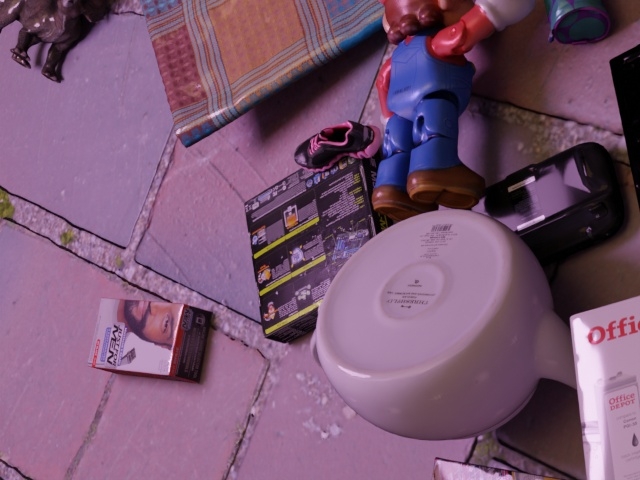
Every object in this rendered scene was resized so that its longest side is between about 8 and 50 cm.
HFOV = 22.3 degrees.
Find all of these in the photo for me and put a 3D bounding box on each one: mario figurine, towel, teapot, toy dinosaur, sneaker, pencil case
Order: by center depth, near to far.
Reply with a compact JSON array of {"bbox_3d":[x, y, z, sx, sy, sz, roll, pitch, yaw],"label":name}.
[{"bbox_3d":[0.127,0.107,1.612,0.252,0.187,0.256,-34,38,3],"label":"teapot"},{"bbox_3d":[0.252,-0.275,1.700,0.070,0.064,0.152,105,156,-56],"label":"pencil case"},{"bbox_3d":[0.146,-0.181,1.746,0.198,0.170,0.321,-2,74,22],"label":"mario figurine"},{"bbox_3d":[0.009,-0.112,1.835,0.119,0.057,0.047,-16,66,39],"label":"sneaker"},{"bbox_3d":[-0.052,-0.308,1.974,0.370,0.040,0.271,-30,57,19],"label":"towel"},{"bbox_3d":[-0.409,-0.335,2.369,0.313,0.121,0.160,25,82,51],"label":"toy dinosaur"}]

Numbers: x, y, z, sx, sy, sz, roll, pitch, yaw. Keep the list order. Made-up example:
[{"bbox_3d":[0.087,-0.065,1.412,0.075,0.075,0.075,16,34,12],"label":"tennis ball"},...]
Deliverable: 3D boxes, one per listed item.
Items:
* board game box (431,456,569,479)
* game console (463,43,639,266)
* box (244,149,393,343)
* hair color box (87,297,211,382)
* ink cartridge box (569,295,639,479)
[{"bbox_3d":[0.164,0.345,1.593,0.165,0.042,0.243,3,79,45],"label":"board game box"},{"bbox_3d":[0.276,-0.066,1.623,0.361,0.044,0.213,-26,58,36],"label":"game console"},{"bbox_3d":[0.000,0.000,1.875,0.190,0.045,0.184,-30,59,34],"label":"box"},{"bbox_3d":[-0.217,0.124,2.041,0.167,0.053,0.093,1,76,44],"label":"hair color box"},{"bbox_3d":[0.341,0.182,1.412,0.207,0.117,0.283,-20,63,35],"label":"ink cartridge box"}]
